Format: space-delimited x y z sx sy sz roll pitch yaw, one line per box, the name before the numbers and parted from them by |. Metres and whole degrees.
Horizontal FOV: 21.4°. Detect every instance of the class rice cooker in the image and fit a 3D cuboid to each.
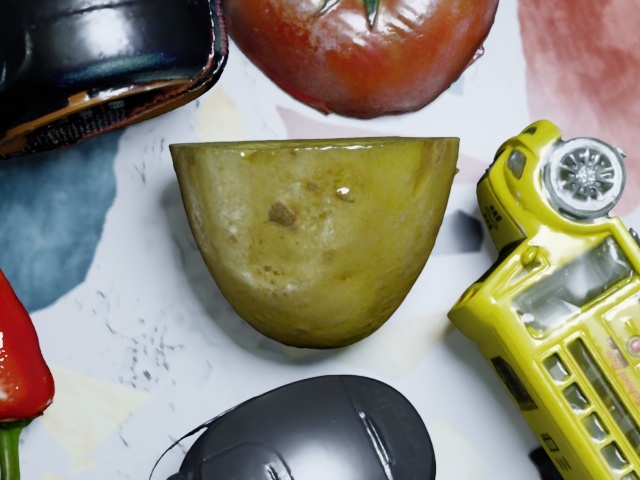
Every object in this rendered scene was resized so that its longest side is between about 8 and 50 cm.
rice cooker | -0.018 0.177 1.192 0.203 0.118 0.142 -20 71 -8

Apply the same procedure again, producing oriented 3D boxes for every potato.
potato | 0.000 0.000 1.214 0.204 0.178 0.158 -7 97 -19

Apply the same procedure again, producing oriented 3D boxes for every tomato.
tomato | 0.034 -0.204 1.284 0.225 0.085 0.225 1 83 -5

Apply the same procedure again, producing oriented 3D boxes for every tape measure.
tape measure | -0.178 -0.137 1.199 0.223 0.202 0.135 -16 85 -1

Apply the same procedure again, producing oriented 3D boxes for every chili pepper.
chili pepper | -0.301 0.032 1.231 0.137 0.092 0.368 -45 81 20

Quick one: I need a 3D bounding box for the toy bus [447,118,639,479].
toy bus | 0.201 0.080 1.215 0.152 0.144 0.330 -33 86 -7
